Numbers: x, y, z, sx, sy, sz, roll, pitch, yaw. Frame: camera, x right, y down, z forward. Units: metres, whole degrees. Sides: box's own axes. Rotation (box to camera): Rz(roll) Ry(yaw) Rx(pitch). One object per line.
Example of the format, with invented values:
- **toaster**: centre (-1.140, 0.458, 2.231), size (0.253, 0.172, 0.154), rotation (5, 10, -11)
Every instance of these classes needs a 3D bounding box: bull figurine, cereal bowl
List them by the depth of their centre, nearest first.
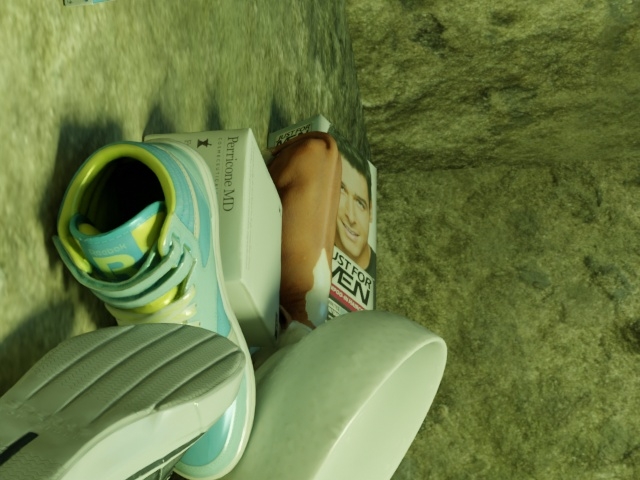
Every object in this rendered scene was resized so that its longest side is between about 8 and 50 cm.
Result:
- **cereal bowl**: centre (-0.010, 0.211, 1.077), size (0.339, 0.141, 0.339), rotation (-47, 157, -27)
- **bull figurine**: centre (-0.049, 0.019, 1.240), size (0.101, 0.188, 0.310), rotation (24, 72, -41)

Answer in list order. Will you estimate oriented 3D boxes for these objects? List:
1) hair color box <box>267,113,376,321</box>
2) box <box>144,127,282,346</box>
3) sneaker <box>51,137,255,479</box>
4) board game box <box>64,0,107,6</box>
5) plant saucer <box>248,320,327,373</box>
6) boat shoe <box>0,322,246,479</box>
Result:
- **hair color box**: centre (0.000, 0.000, 1.658), size (0.185, 0.114, 0.374), rotation (40, 42, -44)
- **box**: centre (-0.115, 0.003, 1.077), size (0.182, 0.119, 0.181), rotation (71, 17, -61)
- **sneaker**: centre (-0.145, 0.063, 0.856), size (0.208, 0.127, 0.319), rotation (9, 68, -83)
- **board game box**: centre (-0.207, -0.287, 0.885), size (0.103, 0.026, 0.154), rotation (-65, 150, -73)
- **plant saucer**: centre (-0.004, 0.292, 1.347), size (0.400, 0.101, 0.400), rotation (6, 84, -60)
- **boat shoe**: centre (-0.166, 0.155, 0.678), size (0.335, 0.121, 0.119), rotation (-31, 136, -59)
